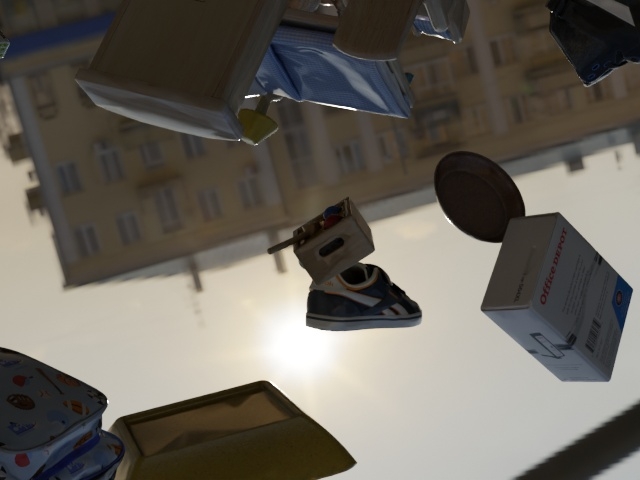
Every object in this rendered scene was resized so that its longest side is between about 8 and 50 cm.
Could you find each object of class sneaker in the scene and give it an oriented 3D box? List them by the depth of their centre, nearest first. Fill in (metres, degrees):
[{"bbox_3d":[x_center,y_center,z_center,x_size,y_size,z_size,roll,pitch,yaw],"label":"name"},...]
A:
[{"bbox_3d":[0.309,-0.178,1.181,0.121,0.217,0.079,-53,-179,22],"label":"sneaker"},{"bbox_3d":[0.096,0.104,2.397,0.126,0.127,0.321,5,-178,35],"label":"sneaker"}]

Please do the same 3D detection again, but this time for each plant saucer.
[{"bbox_3d":[-0.154,0.284,1.771,0.332,0.081,0.333,-14,-170,-15],"label":"plant saucer"},{"bbox_3d":[0.286,-0.073,2.313,0.198,0.199,0.036,-25,165,-40],"label":"plant saucer"}]

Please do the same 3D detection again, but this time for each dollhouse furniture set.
[{"bbox_3d":[-0.012,-0.124,1.092,0.286,0.198,0.303,15,162,24],"label":"dollhouse furniture set"}]

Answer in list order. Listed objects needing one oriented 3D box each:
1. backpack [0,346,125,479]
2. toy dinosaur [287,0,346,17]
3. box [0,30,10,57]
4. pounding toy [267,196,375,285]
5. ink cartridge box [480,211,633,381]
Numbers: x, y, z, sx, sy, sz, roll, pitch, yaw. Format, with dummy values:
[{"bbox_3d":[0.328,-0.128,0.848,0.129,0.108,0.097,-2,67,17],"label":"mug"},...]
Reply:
[{"bbox_3d":[-0.372,0.237,1.357,0.263,0.213,0.276,16,-168,17],"label":"backpack"},{"bbox_3d":[-0.053,-0.501,2.550,0.296,0.200,0.127,-46,156,15],"label":"toy dinosaur"},{"bbox_3d":[-0.603,-0.372,2.018,0.114,0.207,0.036,-13,146,-51],"label":"box"},{"bbox_3d":[0.000,0.000,2.000,0.141,0.100,0.130,-32,-164,8],"label":"pounding toy"},{"bbox_3d":[0.318,0.078,1.670,0.086,0.203,0.148,-7,-127,46],"label":"ink cartridge box"}]
